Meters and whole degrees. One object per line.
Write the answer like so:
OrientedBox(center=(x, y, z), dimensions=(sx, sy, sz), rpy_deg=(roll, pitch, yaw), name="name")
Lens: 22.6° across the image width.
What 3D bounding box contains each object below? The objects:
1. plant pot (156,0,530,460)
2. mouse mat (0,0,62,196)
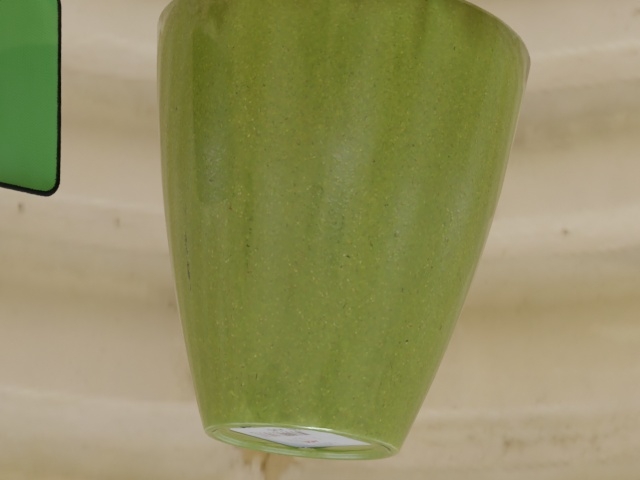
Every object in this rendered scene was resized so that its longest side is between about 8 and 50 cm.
OrientedBox(center=(0.000, 0.000, 1.141), dimensions=(0.275, 0.275, 0.293), rpy_deg=(7, -106, 0), name="plant pot")
OrientedBox(center=(-0.240, -0.114, 1.033), dimensions=(0.190, 0.007, 0.152), rpy_deg=(13, -108, -49), name="mouse mat")
